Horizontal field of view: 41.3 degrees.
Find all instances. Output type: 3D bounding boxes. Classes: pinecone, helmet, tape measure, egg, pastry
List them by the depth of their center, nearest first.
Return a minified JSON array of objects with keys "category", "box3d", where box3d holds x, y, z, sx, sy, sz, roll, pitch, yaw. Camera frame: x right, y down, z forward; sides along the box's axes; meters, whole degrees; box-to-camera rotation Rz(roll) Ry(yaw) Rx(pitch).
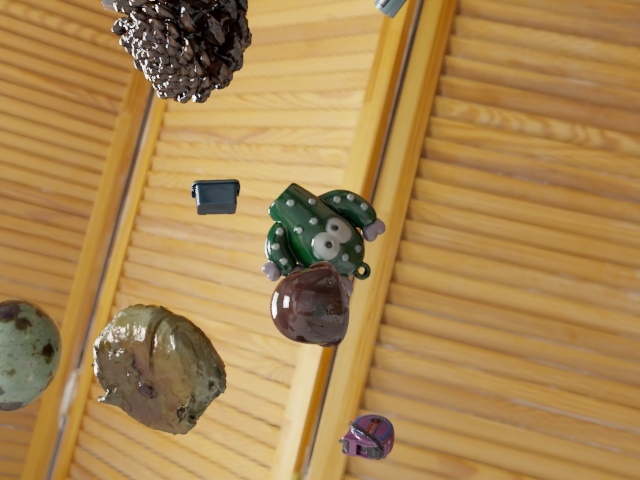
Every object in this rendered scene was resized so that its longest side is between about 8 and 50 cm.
[{"category":"pinecone","box3d":[-0.206,-0.333,1.332,0.222,0.221,0.221,14,176,1]},{"category":"helmet","box3d":[-0.037,0.115,1.481,0.106,0.155,0.175,-4,-179,-28]},{"category":"pastry","box3d":[-0.290,0.227,1.486,0.236,0.257,0.121,41,-141,0]},{"category":"egg","box3d":[-0.546,0.208,1.505,0.169,0.231,0.169,12,-144,-9]},{"category":"tape measure","box3d":[0.118,0.479,2.072,0.125,0.074,0.118,13,-151,20]}]

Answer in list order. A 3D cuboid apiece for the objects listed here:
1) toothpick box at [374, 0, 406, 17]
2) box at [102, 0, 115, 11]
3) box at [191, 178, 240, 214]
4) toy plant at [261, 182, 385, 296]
[{"category":"toothpick box","box3d":[0.149,-0.486,1.670,0.052,0.083,0.052,30,-153,-17]},{"category":"box","box3d":[-0.324,-0.486,1.743,0.233,0.067,0.149,8,-169,-13]},{"category":"box","box3d":[-0.212,-0.086,1.727,0.099,0.054,0.074,-3,157,-11]},{"category":"toy plant","box3d":[0.004,-0.003,1.691,0.243,0.232,0.112,19,163,-11]}]
